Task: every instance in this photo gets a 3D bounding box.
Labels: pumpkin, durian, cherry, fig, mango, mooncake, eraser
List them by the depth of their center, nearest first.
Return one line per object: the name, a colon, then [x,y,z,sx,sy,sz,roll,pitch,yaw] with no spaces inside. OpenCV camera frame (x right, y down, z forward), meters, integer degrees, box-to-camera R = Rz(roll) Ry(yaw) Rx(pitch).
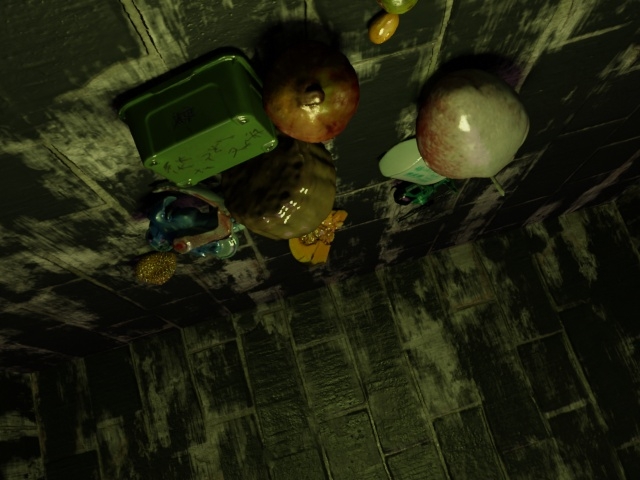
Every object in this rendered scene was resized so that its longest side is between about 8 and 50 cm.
fig: [0.192,-0.521,1.177,0.166,0.093,0.093,-22,163,1]
fig: [-0.021,-0.336,1.306,0.224,0.223,0.263,-22,165,16]
mango: [0.145,-0.486,1.310,0.060,0.046,0.089,-4,155,-36]
mooncake: [-0.121,-0.164,1.615,0.324,0.323,0.187,-25,157,23]
cherry: [0.441,-0.337,1.668,0.327,0.291,0.334,-3,141,-4]
eraser: [0.363,-0.282,2.091,0.189,0.104,0.290,-33,158,33]
durian: [-0.647,0.107,2.293,0.168,0.136,0.158,-30,-176,-5]
pumpkin: [0.000,0.000,2.474,0.281,0.190,0.139,-24,161,20]

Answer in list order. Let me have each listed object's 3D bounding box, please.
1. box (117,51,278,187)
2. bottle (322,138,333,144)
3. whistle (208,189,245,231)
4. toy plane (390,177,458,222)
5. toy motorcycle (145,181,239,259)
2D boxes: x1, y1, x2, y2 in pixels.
box: [-0.273,-0.267,1.367,0.329,0.177,0.253,-21,165,12]
bottle: [-0.032,-0.294,1.737,0.140,0.053,0.053,-23,163,18]
whistle: [-0.263,-0.116,1.912,0.290,0.163,0.163,-24,162,14]
toy plane: [0.412,-0.201,2.324,0.382,0.155,0.106,-26,171,-38]
toy motorcycle: [-0.398,-0.067,1.799,0.319,0.240,0.182,5,-176,10]
